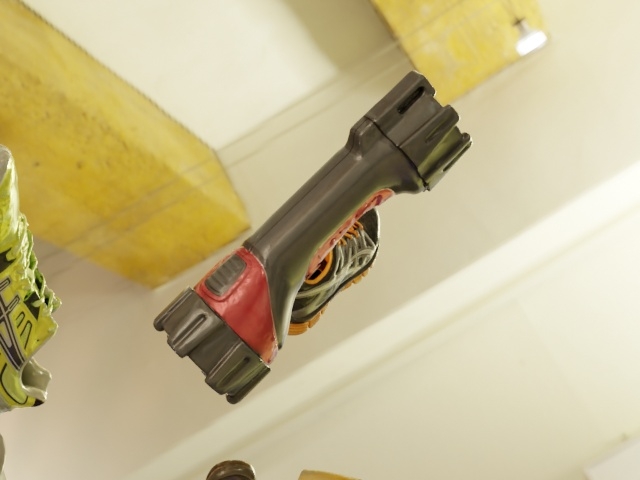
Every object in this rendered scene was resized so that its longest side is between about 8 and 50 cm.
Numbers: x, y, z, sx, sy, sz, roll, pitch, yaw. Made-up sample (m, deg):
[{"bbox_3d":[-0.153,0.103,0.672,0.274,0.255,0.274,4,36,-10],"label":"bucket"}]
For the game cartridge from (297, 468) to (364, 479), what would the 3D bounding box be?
[{"bbox_3d":[0.125,0.348,1.427,0.324,0.285,0.052,143,151,-77],"label":"game cartridge"}]

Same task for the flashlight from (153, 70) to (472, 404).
[{"bbox_3d":[0.000,0.000,1.032,0.304,0.103,0.103,-43,0,-7],"label":"flashlight"}]

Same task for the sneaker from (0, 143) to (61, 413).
[{"bbox_3d":[-0.384,0.049,1.468,0.147,0.145,0.384,8,-53,-9],"label":"sneaker"}]

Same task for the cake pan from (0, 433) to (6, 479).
[{"bbox_3d":[-0.482,0.319,1.386,0.293,0.293,0.054,-26,-64,-6],"label":"cake pan"}]

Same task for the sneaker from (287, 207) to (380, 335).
[{"bbox_3d":[0.009,0.013,1.366,0.215,0.084,0.083,-54,-21,-40],"label":"sneaker"}]

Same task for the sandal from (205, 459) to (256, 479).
[{"bbox_3d":[-0.113,0.383,1.569,0.090,0.060,0.219,-1,-63,-19],"label":"sandal"}]
